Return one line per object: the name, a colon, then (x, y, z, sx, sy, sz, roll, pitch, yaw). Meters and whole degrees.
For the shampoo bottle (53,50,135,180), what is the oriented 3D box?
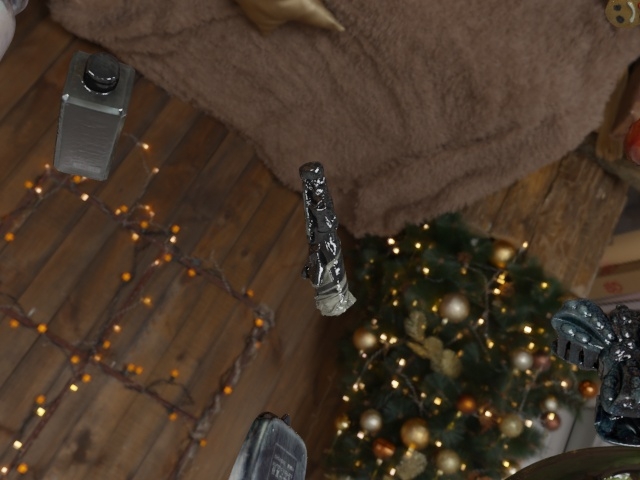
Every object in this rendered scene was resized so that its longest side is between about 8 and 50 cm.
shampoo bottle: (-0.305, -0.167, 0.895, 0.080, 0.079, 0.246, 12, 156, -21)

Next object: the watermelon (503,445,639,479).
watermelon: (0.130, 0.248, 0.427, 0.129, 0.301, 0.123, 30, 178, 9)

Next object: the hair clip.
hair clip: (0.592, 0.238, 1.296, 0.207, 0.310, 0.194, -12, 129, -2)

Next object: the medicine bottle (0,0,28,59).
medicine bottle: (-0.419, -0.244, 0.712, 0.165, 0.273, 0.165, 12, 155, 6)

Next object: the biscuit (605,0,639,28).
biscuit: (0.762, -0.528, 1.505, 0.240, 0.035, 0.158, 4, 133, 48)

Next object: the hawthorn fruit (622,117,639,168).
hawthorn fruit: (0.817, -0.255, 1.618, 0.148, 0.171, 0.148, 7, -171, -1)

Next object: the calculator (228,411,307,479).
calculator: (-0.077, 0.352, 0.855, 0.040, 0.268, 0.177, -2, 146, 24)

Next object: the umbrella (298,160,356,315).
umbrella: (-0.005, 0.000, 1.507, 0.113, 0.106, 0.357, 26, 130, 60)
